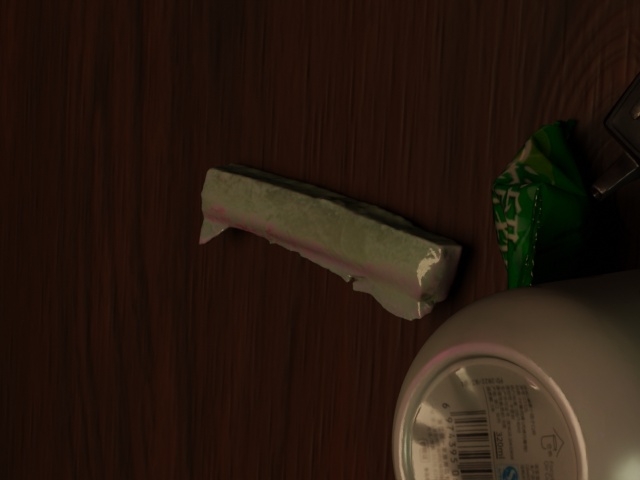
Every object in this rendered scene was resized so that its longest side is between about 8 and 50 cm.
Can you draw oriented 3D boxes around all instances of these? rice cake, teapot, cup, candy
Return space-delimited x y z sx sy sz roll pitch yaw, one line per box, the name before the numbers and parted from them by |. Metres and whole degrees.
rice cake | 0.002 -0.002 1.545 0.290 0.051 0.081 19 96 41
teapot | 0.251 -0.096 1.282 0.087 0.096 0.177 50 123 28
cup | 0.202 0.124 1.194 0.212 0.317 0.212 4 95 43
candy | 0.162 -0.002 1.328 0.078 0.203 0.141 0 112 12
